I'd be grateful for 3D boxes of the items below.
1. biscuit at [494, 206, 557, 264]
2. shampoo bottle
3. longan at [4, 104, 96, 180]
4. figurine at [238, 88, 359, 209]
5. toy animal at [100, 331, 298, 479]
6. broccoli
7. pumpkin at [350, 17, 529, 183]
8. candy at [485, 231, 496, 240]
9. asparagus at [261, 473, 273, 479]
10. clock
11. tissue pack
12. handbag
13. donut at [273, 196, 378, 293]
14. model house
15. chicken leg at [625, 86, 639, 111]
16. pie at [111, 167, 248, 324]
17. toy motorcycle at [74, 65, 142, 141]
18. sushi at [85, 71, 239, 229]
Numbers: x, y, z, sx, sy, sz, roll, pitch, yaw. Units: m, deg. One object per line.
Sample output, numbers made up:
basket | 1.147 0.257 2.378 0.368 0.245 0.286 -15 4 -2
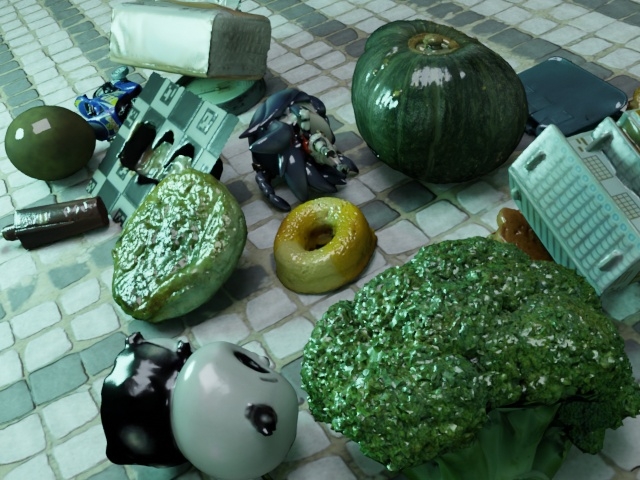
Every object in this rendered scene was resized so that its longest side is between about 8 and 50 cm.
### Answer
biscuit | 0.341 0.015 1.162 0.183 0.043 0.280 23 54 12
shampoo bottle | -0.530 -0.033 1.503 0.236 0.067 0.068 -14 45 2
longan | -0.571 -0.206 1.668 0.184 0.159 0.204 -7 1 -7
figurine | -0.044 -0.174 1.447 0.196 0.175 0.265 -13 30 10
toy animal | -0.142 0.212 0.991 0.235 0.187 0.165 0 65 22
broccoli | 0.159 0.151 0.884 0.413 0.310 0.321 -1 29 -45
pumpkin | 0.201 -0.248 1.384 0.291 0.258 0.328 -2 38 -7
candy | 0.338 -0.007 1.227 0.184 0.049 0.056 -18 75 -17
asparagus | -0.028 0.326 0.947 0.016 0.013 0.166 -51 46 -7
clock | -0.239 -0.352 1.820 0.225 0.049 0.226 -8 38 6
tissue pack | -0.288 -0.482 1.740 0.305 0.239 0.238 15 47 31
handbag | 0.446 -0.253 1.477 0.179 0.062 0.229 -26 40 -9
donut | 0.001 0.000 1.290 0.174 0.075 0.190 13 46 30
model house | 0.404 -0.044 1.073 0.215 0.198 0.224 -18 60 -17
chicken leg | 0.614 -0.185 1.321 0.107 0.087 0.251 -32 47 -4
pie | -0.242 0.001 1.290 0.276 0.078 0.277 -12 62 25
toy motorcycle | -0.479 -0.306 1.795 0.169 0.113 0.315 -40 35 -15
sushi | -0.284 -0.138 1.524 0.373 0.100 0.296 34 95 47
